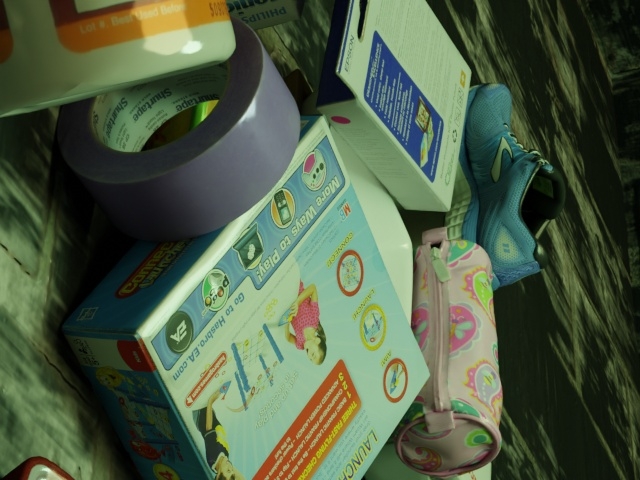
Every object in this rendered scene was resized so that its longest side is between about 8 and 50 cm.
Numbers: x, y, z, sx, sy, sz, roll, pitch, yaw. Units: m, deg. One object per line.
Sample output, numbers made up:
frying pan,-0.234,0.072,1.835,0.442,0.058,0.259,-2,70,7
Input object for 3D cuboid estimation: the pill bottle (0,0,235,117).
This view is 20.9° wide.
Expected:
pill bottle,-0.212,-0.294,1.236,0.224,0.224,0.392,-29,106,-71

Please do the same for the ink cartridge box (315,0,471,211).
ink cartridge box,0.071,-0.175,1.801,0.371,0.069,0.176,47,50,-63

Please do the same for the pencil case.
pencil case,0.137,0.121,1.914,0.284,0.124,0.124,-86,156,-44

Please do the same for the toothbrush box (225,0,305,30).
toothbrush box,-0.111,-0.382,1.741,0.216,0.126,0.295,-78,151,-50

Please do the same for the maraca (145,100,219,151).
maraca,-0.113,-0.077,1.583,0.127,0.099,0.186,90,7,-70

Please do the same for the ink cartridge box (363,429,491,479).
ink cartridge box,0.126,0.197,2.079,0.273,0.114,0.197,-83,154,-46

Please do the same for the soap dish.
soap dish,0.000,0.000,1.831,0.229,0.118,0.291,-85,154,-43

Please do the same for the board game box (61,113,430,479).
board game box,-0.050,0.099,1.512,0.308,0.086,0.302,-51,130,-40

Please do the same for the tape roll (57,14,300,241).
tape roll,-0.117,-0.096,1.438,0.080,0.189,0.189,58,26,-45

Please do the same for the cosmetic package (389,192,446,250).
cosmetic package,0.113,-0.121,2.250,0.160,0.113,0.309,-81,152,-46

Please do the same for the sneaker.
sneaker,0.238,-0.071,2.183,0.130,0.147,0.330,58,26,-46

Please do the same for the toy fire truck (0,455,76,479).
toy fire truck,-0.154,0.318,1.160,0.254,0.169,0.302,42,31,-20
